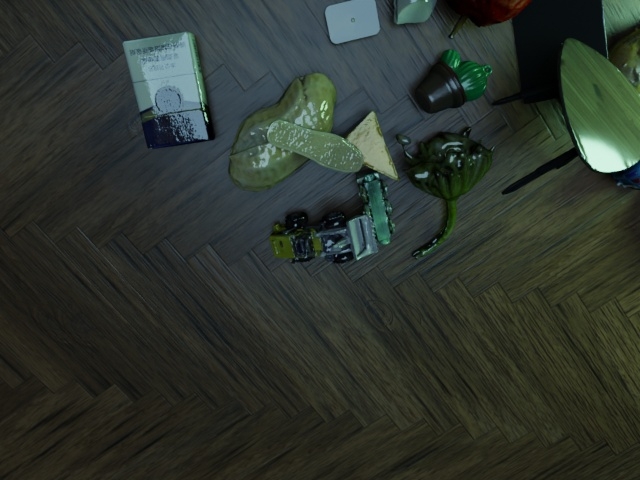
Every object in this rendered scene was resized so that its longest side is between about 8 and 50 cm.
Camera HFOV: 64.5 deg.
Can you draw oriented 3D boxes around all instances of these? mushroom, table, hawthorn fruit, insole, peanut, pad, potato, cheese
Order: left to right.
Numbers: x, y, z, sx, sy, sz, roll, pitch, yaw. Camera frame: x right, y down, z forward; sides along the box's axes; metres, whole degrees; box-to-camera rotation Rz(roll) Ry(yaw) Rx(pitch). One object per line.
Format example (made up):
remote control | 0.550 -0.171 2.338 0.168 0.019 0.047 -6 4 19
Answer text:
peanut | -0.090 -0.255 1.249 0.340 0.158 0.174 -35 86 2
insole | -0.008 -0.221 1.194 0.248 0.011 0.081 15 104 -21
cheese | 0.145 -0.218 1.280 0.126 0.093 0.171 -43 92 10
mushroom | 0.220 -0.649 1.174 0.118 0.103 0.270 -5 95 -10
hawthorn fruit | 0.374 -0.583 1.148 0.230 0.210 0.266 9 134 -29
table | 0.551 -0.240 1.187 0.317 0.249 0.317 8 72 -25
pad | 0.567 -0.494 1.210 0.202 0.005 0.300 -3 110 38
potato | 0.791 -0.408 1.208 0.266 0.229 0.229 -28 105 13

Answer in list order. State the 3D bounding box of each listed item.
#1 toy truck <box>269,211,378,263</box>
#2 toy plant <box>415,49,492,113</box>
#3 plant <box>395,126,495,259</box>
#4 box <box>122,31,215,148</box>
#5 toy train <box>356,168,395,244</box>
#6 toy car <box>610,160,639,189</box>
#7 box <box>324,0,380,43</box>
toy truck | 0.000 0.000 1.308 0.286 0.111 0.136 -2 112 31
toy plant | 0.328 -0.395 1.249 0.200 0.105 0.143 -34 91 -10
plant | 0.327 -0.139 1.343 0.251 0.180 0.333 -16 139 -4
box | -0.368 -0.364 1.248 0.168 0.071 0.259 -9 105 1
toy train | 0.143 -0.088 1.317 0.080 0.125 0.194 -13 109 4
toy car | 0.872 -0.253 1.261 0.166 0.198 0.314 45 102 0
box | 0.077 -0.533 1.232 0.126 0.031 0.091 -14 106 2
